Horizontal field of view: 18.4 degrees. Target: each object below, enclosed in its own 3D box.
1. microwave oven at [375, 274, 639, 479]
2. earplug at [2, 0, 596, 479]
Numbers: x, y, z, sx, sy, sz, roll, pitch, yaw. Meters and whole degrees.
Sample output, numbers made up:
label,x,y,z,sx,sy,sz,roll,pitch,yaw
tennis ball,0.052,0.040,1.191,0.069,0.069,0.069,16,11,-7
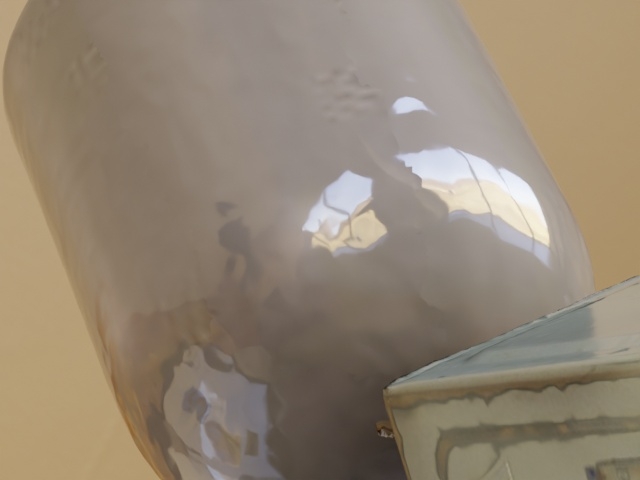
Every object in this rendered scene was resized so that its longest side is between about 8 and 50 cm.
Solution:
label,x,y,z,sx,sy,sz,roll,pitch,yaw
microwave oven,0.227,0.187,0.859,0.218,0.286,0.355,-20,-86,-38
earplug,0.000,0.000,1.226,0.312,0.394,0.313,-16,-40,-13
